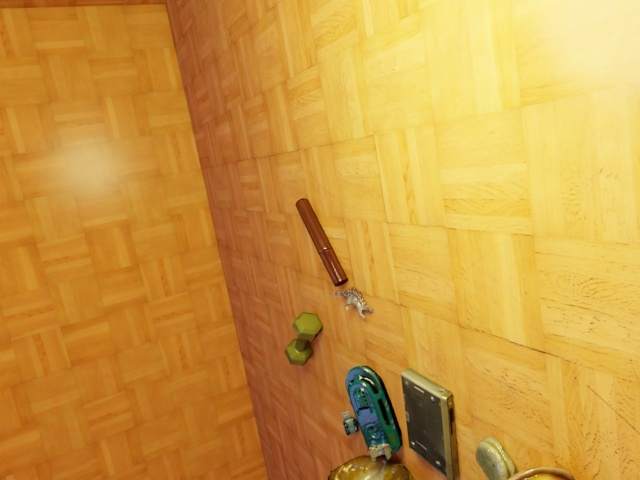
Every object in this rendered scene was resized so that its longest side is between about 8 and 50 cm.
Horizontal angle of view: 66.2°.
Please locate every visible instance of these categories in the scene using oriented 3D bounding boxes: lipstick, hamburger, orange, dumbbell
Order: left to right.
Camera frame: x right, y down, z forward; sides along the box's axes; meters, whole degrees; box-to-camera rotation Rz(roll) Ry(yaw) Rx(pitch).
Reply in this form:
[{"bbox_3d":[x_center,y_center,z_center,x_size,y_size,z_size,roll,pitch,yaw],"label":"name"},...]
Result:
[{"bbox_3d":[-0.074,0.421,2.082,0.121,0.108,0.302,59,150,30],"label":"dumbbell"},{"bbox_3d":[0.000,0.000,1.761,0.356,0.057,0.057,63,152,24],"label":"lipstick"},{"bbox_3d":[0.195,0.869,1.627,0.210,0.271,0.369,50,160,-13],"label":"orange"},{"bbox_3d":[0.424,0.531,1.194,0.121,0.054,0.084,-131,34,-56],"label":"hamburger"}]

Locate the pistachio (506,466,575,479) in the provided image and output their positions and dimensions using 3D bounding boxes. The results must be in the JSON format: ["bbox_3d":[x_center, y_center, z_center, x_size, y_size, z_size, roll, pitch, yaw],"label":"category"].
[{"bbox_3d":[0.438,0.595,1.043,0.187,0.188,0.299,53,139,39],"label":"pistachio"}]

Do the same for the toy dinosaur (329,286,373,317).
[{"bbox_3d":[0.106,0.199,1.669,0.209,0.039,0.082,15,114,49],"label":"toy dinosaur"}]

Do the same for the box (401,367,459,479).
[{"bbox_3d":[0.313,0.528,1.425,0.211,0.045,0.270,19,121,59],"label":"box"}]

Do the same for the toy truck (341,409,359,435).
[{"bbox_3d":[0.111,0.716,1.937,0.090,0.056,0.073,-132,29,-65],"label":"toy truck"}]

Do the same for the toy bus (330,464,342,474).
[{"bbox_3d":[0.111,0.996,1.799,0.301,0.113,0.139,-102,30,-46],"label":"toy bus"}]

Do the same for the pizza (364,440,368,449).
[{"bbox_3d":[0.190,0.658,1.734,0.134,0.056,0.271,-119,27,-45],"label":"pizza"}]

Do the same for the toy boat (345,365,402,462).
[{"bbox_3d":[0.163,0.568,1.624,0.134,0.092,0.298,-25,81,25],"label":"toy boat"}]
